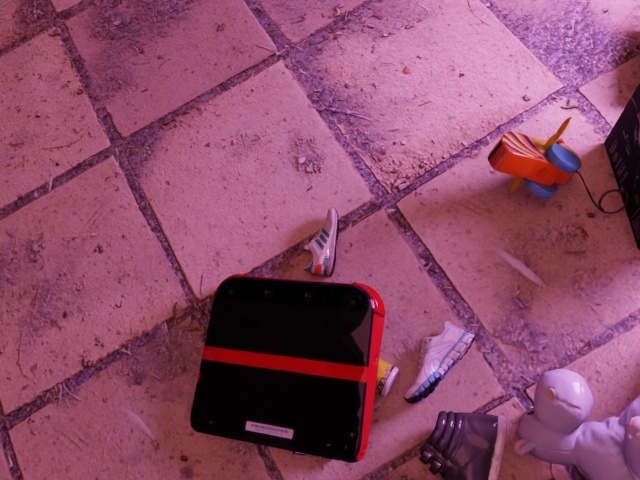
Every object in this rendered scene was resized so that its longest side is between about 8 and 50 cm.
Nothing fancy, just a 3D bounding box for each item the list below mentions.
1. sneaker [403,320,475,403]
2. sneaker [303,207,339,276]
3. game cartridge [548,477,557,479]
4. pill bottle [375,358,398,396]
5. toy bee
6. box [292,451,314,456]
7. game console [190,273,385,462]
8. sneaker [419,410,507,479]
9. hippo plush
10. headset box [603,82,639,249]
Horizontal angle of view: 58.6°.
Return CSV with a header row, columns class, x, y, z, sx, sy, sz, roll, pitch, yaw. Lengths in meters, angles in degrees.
class,x,y,z,sx,sy,sz,roll,pitch,yaw
sneaker,0.221,0.242,1.145,0.083,0.071,0.191,37,71,26
sneaker,0.000,0.000,1.267,0.075,0.057,0.161,5,74,5
game cartridge,0.379,0.558,0.887,0.230,0.068,0.355,46,41,18
pill bottle,0.093,0.261,1.154,0.116,0.065,0.065,25,76,18
toy bee,0.480,-0.161,1.212,0.195,0.298,0.162,-36,32,31
box,-0.010,0.399,1.145,0.083,0.018,0.067,4,71,11
game console,-0.071,0.242,1.162,0.387,0.060,0.341,2,76,23
sneaker,0.244,0.452,1.045,0.147,0.104,0.295,11,67,15
hippo plush,0.490,0.342,1.017,0.237,0.234,0.294,22,117,34
headset box,0.685,-0.159,1.113,0.131,0.246,0.282,-9,68,7
